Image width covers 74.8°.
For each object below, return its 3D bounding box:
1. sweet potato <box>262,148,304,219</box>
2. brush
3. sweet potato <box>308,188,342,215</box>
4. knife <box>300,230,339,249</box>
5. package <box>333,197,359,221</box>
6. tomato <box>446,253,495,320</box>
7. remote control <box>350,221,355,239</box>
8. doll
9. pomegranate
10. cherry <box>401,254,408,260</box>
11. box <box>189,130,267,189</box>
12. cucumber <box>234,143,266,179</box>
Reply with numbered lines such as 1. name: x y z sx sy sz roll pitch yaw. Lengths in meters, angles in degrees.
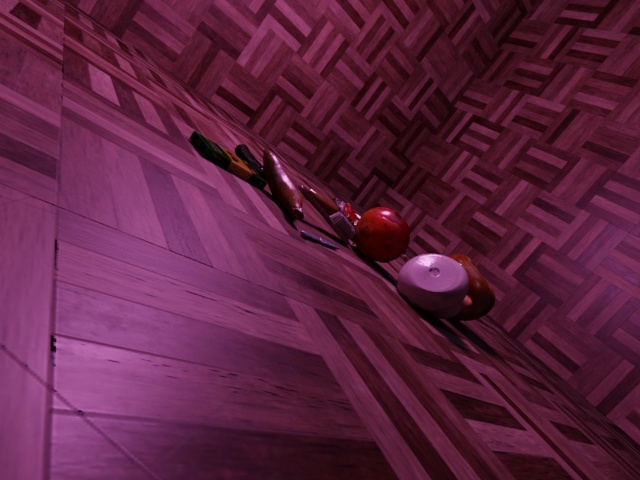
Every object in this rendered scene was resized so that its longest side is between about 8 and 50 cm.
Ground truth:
1. sweet potato: -0.113 -0.152 1.299 0.346 0.079 0.108 59 2 40
2. brush: 0.029 -0.094 1.410 0.327 0.065 0.070 46 9 -42
3. sweet potato: 0.037 -0.153 1.920 0.255 0.058 0.078 35 -11 -40
4. knife: -0.001 0.000 1.209 0.028 0.015 0.210 36 7 30
5. package: 0.165 -0.133 2.250 0.269 0.071 0.194 32 25 -47
6. tomato: 0.543 0.195 1.654 0.270 0.223 0.270 49 20 -24
7. remote control: 0.142 -0.041 1.829 0.090 0.038 0.309 39 10 8
8. doll: 0.380 0.165 1.395 0.251 0.221 0.221 12 4 15
9. pomegranate: 0.213 -0.023 1.540 0.235 0.210 0.210 16 -3 31
10. cherry: 0.365 0.029 2.172 0.225 0.090 0.107 42 -7 -28
11. box: -0.277 -0.243 1.279 0.235 0.034 0.132 27 14 -47
12. cucumber: -0.238 -0.269 1.471 0.214 0.058 0.052 49 -20 37
